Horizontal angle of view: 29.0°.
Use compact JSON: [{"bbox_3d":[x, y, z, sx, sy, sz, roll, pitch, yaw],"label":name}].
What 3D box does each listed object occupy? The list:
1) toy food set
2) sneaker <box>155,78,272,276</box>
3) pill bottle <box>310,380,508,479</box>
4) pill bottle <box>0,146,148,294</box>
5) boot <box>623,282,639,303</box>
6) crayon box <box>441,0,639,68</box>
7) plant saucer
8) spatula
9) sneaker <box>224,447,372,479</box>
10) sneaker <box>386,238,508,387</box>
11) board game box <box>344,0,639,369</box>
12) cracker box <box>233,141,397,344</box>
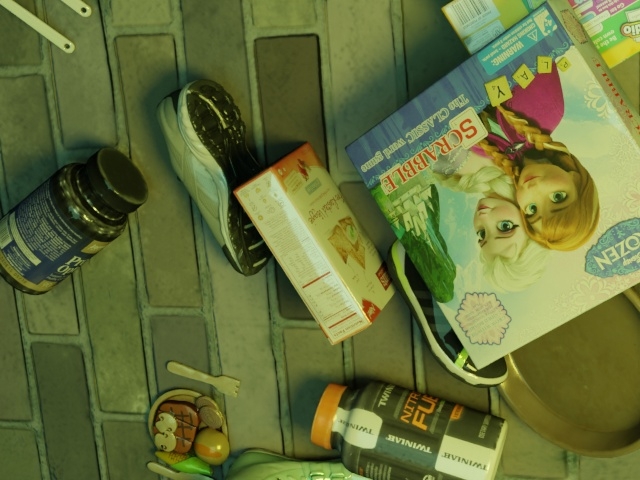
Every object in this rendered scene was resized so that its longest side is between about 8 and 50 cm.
[{"bbox_3d":[-0.191,0.276,1.786,0.132,0.038,0.192,16,110,12],"label":"toy food set"},{"bbox_3d":[-0.135,-0.080,1.642,0.108,0.100,0.271,-6,110,46],"label":"sneaker"},{"bbox_3d":[0.114,0.264,1.637,0.246,0.130,0.130,16,110,12],"label":"pill bottle"},{"bbox_3d":[-0.345,-0.029,1.696,0.219,0.123,0.122,-35,93,24],"label":"pill bottle"},{"bbox_3d":[0.480,0.010,1.435,0.229,0.091,0.262,13,110,31],"label":"boot"},{"bbox_3d":[0.303,-0.276,1.440,0.278,0.081,0.165,-30,96,23],"label":"crayon box"},{"bbox_3d":[0.315,0.136,1.529,0.278,0.041,0.277,22,124,37],"label":"plant saucer"},{"bbox_3d":[-0.391,-0.365,1.620,0.242,0.019,0.168,35,114,-19],"label":"spatula"},{"bbox_3d":[-0.017,0.360,1.696,0.256,0.151,0.094,4,106,15],"label":"sneaker"},{"bbox_3d":[0.169,0.078,1.560,0.234,0.084,0.097,55,134,8],"label":"sneaker"},{"bbox_3d":[0.230,-0.058,1.428,0.319,0.066,0.318,-35,83,33],"label":"board game box"},{"bbox_3d":[0.000,0.000,1.579,0.067,0.156,0.232,-30,96,23],"label":"cracker box"}]
